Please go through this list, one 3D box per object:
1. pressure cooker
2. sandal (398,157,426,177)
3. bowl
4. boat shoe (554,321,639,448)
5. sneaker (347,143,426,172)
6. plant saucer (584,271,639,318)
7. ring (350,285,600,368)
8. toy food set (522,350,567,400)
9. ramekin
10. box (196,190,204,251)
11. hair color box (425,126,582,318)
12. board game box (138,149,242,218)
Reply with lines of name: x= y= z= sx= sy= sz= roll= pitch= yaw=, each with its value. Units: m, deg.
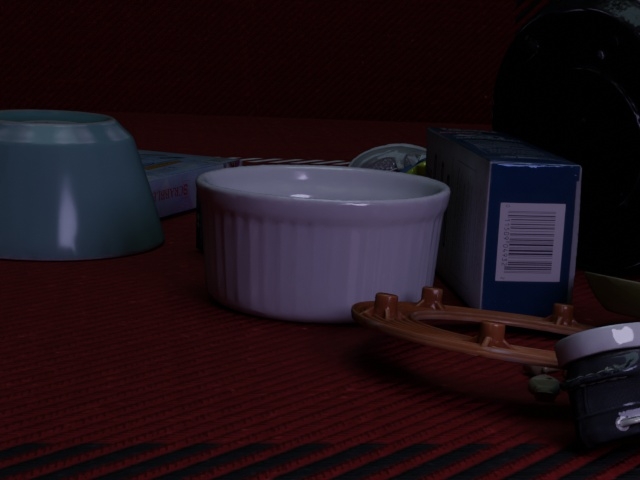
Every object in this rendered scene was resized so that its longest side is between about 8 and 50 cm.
pressure cooker: x=0.484 y=-0.165 z=1.803 sx=0.420 sy=0.370 sz=0.375 roll=-18 pitch=53 yaw=-33
sandal: x=0.226 y=-0.085 z=1.983 sx=0.317 sy=0.126 sz=0.138 roll=-17 pitch=9 yaw=-18
bowl: x=-0.357 y=-0.081 z=1.792 sx=0.311 sy=0.163 sz=0.311 roll=2 pitch=11 yaw=0
boat shoe: x=0.327 y=0.116 z=1.103 sx=0.302 sy=0.091 sz=0.114 roll=-2 pitch=-16 yaw=-16
sneaker: x=0.176 y=-0.090 z=2.127 sx=0.281 sy=0.105 sz=0.115 roll=1 pitch=10 yaw=-11
plant saucer: x=0.381 y=0.072 z=1.384 sx=0.241 sy=0.037 sz=0.241 roll=11 pitch=0 yaw=0
ring: x=0.195 y=0.080 z=1.284 sx=0.337 sy=0.032 sz=0.336 roll=7 pitch=3 yaw=0
toy food set: x=0.222 y=0.118 z=1.240 sx=0.078 sy=0.019 sz=0.122 roll=3 pitch=10 yaw=0
ramekin: x=0.000 y=0.000 z=1.511 sx=0.277 sy=0.135 sz=0.277 roll=3 pitch=10 yaw=0
box: x=-0.058 y=-0.022 z=1.730 sx=0.156 sy=0.093 sz=0.158 roll=-2 pitch=10 yaw=-25
hair color box: x=0.201 y=-0.030 z=1.614 sx=0.105 sy=0.174 sz=0.347 roll=2 pitch=11 yaw=-8
board game box: x=-0.330 y=-0.093 z=2.122 sx=0.318 sy=0.066 sz=0.319 roll=7 pitch=11 yaw=22
